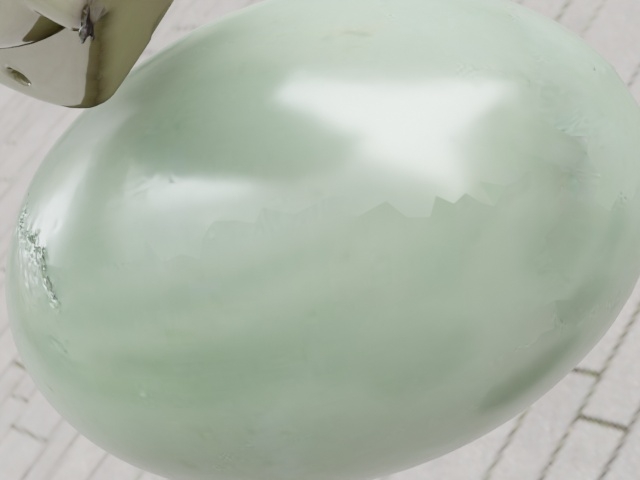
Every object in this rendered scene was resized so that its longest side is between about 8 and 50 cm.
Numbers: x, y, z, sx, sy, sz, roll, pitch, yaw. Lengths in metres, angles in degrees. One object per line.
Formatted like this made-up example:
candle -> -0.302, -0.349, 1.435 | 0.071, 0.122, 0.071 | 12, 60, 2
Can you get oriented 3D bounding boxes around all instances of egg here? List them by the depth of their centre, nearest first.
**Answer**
egg -> 0.000, 0.000, 0.582 | 0.282, 0.203, 0.203 | -16, 39, 14

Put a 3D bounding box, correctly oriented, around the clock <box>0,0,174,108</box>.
clock -> -0.172, -0.174, 0.392 | 0.114, 0.309, 0.284 | -62, 2, -17
